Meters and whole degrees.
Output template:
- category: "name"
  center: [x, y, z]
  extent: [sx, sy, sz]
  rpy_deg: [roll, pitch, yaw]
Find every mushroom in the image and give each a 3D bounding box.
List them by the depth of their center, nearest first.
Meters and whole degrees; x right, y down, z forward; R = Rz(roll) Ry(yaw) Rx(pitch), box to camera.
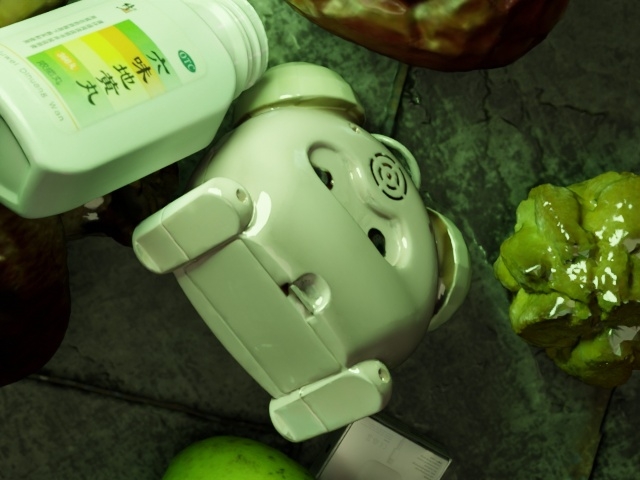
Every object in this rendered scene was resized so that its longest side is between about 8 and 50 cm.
- category: "mushroom"
  center: [-0.362, -0.027, 1.528]
  extent: [0.334, 0.331, 0.356]
  rpy_deg: [23, 66, 22]

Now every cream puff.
- category: "cream puff"
  center: [0.313, 0.042, 1.640]
  extent: [0.244, 0.196, 0.244]
  rpy_deg: [-1, 72, 2]

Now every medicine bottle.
- category: "medicine bottle"
  center: [-0.197, -0.151, 1.425]
  extent: [0.179, 0.324, 0.124]
  rpy_deg: [47, 136, 16]

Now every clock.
- category: "clock"
  center: [0.000, 0.000, 1.536]
  extent: [0.184, 0.326, 0.342]
  rpy_deg: [-23, 107, 34]

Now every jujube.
- category: "jujube"
  center: [0.077, -0.331, 1.488]
  extent: [0.377, 0.276, 0.276]
  rpy_deg: [22, 98, -9]

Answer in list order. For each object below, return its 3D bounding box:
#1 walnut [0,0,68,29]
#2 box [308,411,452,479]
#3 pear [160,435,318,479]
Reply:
- category: "walnut"
  center: [-0.408, -0.339, 1.428]
  extent: [0.354, 0.308, 0.398]
  rpy_deg: [-28, 116, 30]
- category: "box"
  center: [0.064, 0.273, 1.718]
  extent: [0.130, 0.051, 0.129]
  rpy_deg: [30, 98, -9]
- category: "pear"
  center: [-0.071, 0.369, 1.630]
  extent: [0.239, 0.342, 0.318]
  rpy_deg: [-22, 80, -35]
